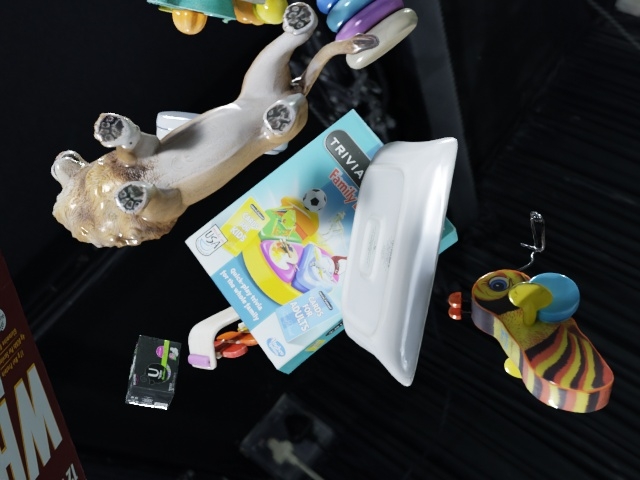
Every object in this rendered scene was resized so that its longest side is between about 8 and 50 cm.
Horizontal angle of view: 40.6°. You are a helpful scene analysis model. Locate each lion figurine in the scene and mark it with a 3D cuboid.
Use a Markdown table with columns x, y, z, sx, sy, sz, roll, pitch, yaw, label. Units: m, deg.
| x | y | z | sx | sy | sz | roll | pitch | yaw | label |
| --- | --- | --- | --- | --- | --- | --- | --- | --- | --- |
| -0.121 | -0.108 | 0.953 | 0.392 | 0.142 | 0.240 | -23 | -5 | -4 | lion figurine |

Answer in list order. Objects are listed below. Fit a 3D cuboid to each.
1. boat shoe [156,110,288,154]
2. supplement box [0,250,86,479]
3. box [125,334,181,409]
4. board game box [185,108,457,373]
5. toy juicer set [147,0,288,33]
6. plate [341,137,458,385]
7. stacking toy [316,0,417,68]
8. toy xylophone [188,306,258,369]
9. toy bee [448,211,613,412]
| x | y | z | sx | sy | sz | roll | pitch | yaw | label |
| --- | --- | --- | --- | --- | --- | --- | --- | --- | --- |
| -0.188 | -0.187 | 1.651 | 0.095 | 0.258 | 0.084 | -51 | -30 | -67 | boat shoe |
| -0.245 | 0.099 | 0.417 | 0.129 | 0.191 | 0.194 | -66 | -33 | -64 | supplement box |
| -0.234 | 0.185 | 1.212 | 0.062 | 0.083 | 0.052 | 13 | -42 | -15 | box |
| 0.000 | 0.000 | 1.335 | 0.336 | 0.254 | 0.079 | -39 | -17 | 0 | board game box |
| -0.155 | -0.347 | 1.297 | 0.329 | 0.209 | 0.089 | -102 | 23 | -78 | toy juicer set |
| 0.080 | 0.011 | 1.055 | 0.045 | 0.278 | 0.277 | 10 | -87 | -12 | plate |
| 0.016 | -0.459 | 1.458 | 0.141 | 0.330 | 0.141 | -37 | 2 | 1 | stacking toy |
| -0.133 | 0.177 | 1.865 | 0.322 | 0.236 | 0.081 | -24 | -81 | -23 | toy xylophone |
| 0.261 | 0.108 | 1.155 | 0.162 | 0.298 | 0.195 | -12 | -64 | -1 | toy bee |
